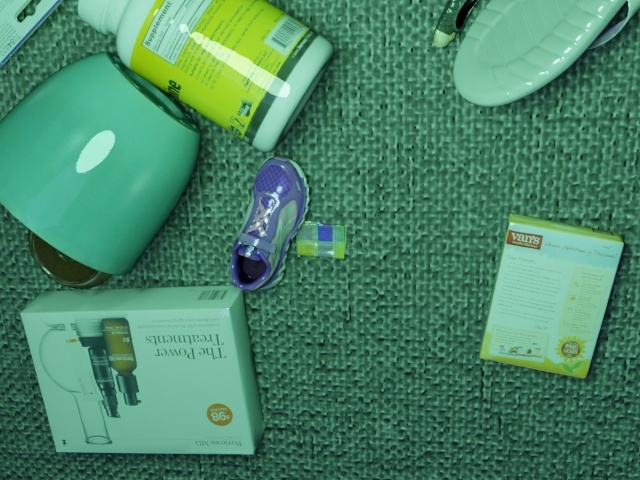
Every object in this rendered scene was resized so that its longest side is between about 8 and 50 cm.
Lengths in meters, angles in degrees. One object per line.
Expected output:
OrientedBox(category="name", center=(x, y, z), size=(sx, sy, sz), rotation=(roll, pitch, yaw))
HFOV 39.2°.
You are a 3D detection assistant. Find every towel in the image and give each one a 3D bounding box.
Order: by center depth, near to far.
OrientedBox(category="towel", center=(0.000, 0.000, 1.457), size=(0.083, 0.009, 0.060), rotation=(6, 111, 9))

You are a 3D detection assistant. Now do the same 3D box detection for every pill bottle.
OrientedBox(category="pill bottle", center=(-0.165, -0.286, 1.282), size=(0.334, 0.188, 0.188), rotation=(32, 114, -1))

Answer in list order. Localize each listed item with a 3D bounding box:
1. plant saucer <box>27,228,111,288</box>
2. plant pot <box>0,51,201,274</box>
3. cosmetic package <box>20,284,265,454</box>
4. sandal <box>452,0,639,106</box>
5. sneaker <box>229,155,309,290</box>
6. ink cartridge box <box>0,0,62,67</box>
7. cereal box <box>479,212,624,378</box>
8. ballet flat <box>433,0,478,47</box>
OrientedBox(category="plant saucer", center=(-0.429, 0.011, 1.540), size=(0.168, 0.029, 0.169), rotation=(4, 113, 11))
OrientedBox(category="plant pot", center=(-0.318, -0.132, 1.331), size=(0.293, 0.293, 0.235), rotation=(42, 99, -6))
OrientedBox(category="cosmetic package", center=(-0.303, 0.229, 1.566), size=(0.377, 0.097, 0.285), rotation=(-3, 113, 13))
OrientedBox(category="sandal", center=(0.357, -0.323, 1.202), size=(0.102, 0.169, 0.416), rotation=(23, 122, -43))
OrientedBox(category="sneaker", center=(-0.088, -0.016, 1.414), size=(0.095, 0.104, 0.236), rotation=(22, 113, 15))
OrientedBox(category="ink cartridge box", center=(-0.495, -0.420, 1.373), size=(0.223, 0.045, 0.224), rotation=(-37, 100, 21))
OrientedBox(category="cereal box", center=(0.354, 0.088, 1.398), size=(0.173, 0.047, 0.240), rotation=(11, 113, 7))
OrientedBox(category="ballet flat", center=(0.216, -0.339, 1.251), size=(0.049, 0.057, 0.173), rotation=(41, 113, 11))
